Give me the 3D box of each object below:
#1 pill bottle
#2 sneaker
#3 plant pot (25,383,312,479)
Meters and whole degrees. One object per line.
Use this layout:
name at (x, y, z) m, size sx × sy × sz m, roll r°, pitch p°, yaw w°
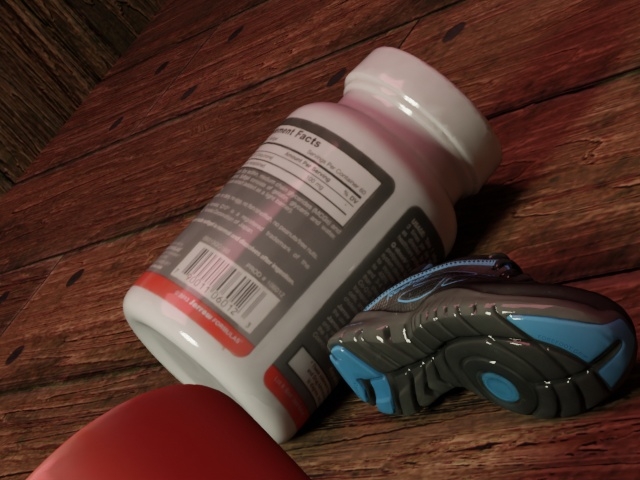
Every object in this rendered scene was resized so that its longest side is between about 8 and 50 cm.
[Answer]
pill bottle at (0.000, 0.000, 1.628) m, size 0.363 × 0.210 × 0.210 m, roll -48°, pitch 21°, yaw -15°
sneaker at (0.138, 0.059, 1.378) m, size 0.140 × 0.125 × 0.341 m, roll -48°, pitch 22°, yaw -26°
plant pot at (-0.054, 0.261, 1.025) m, size 0.243 × 0.275 × 0.275 m, roll 34°, pitch 73°, yaw 28°
